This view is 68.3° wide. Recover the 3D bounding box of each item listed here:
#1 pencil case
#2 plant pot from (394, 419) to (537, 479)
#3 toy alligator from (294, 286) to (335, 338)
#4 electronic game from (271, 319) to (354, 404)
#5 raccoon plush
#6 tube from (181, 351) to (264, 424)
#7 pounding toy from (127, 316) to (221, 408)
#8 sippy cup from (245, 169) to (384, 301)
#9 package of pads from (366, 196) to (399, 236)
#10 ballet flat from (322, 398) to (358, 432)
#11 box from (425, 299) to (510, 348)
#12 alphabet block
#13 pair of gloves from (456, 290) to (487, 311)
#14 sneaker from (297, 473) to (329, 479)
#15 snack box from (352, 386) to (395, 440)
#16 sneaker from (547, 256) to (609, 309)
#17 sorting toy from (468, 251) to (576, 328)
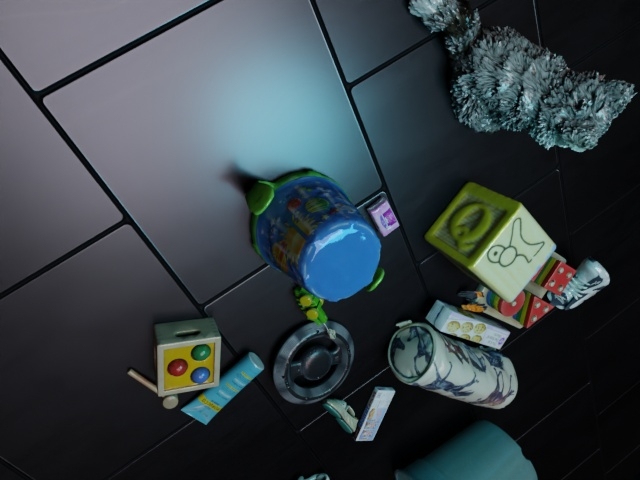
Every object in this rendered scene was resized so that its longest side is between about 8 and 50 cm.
[{"bbox_3d":[0.374,0.349,1.327,0.410,0.184,0.160,25,129,-32],"label":"pencil case"},{"bbox_3d":[0.469,0.770,1.482,0.334,0.341,0.341,-30,122,-20],"label":"plant pot"},{"bbox_3d":[-0.020,0.163,1.112,0.051,0.056,0.190,-10,119,25],"label":"toy alligator"},{"bbox_3d":[-0.015,0.305,1.182,0.229,0.048,0.230,-10,110,-27],"label":"electronic game"},{"bbox_3d":[0.387,-0.325,0.939,0.446,0.299,0.216,18,104,-31],"label":"raccoon plush"},{"bbox_3d":[-0.225,0.348,1.106,0.207,0.052,0.080,-43,114,5],"label":"tube"},{"bbox_3d":[-0.312,0.285,1.003,0.180,0.094,0.206,-3,113,-25],"label":"pounding toy"},{"bbox_3d":[0.000,0.000,0.947,0.305,0.224,0.240,-4,113,-24],"label":"sippy cup"},{"bbox_3d":[0.147,-0.056,1.106,0.050,0.032,0.083,-36,123,-5],"label":"package of pads"},{"bbox_3d":[0.056,0.469,1.298,0.052,0.057,0.168,-54,132,-29],"label":"ballet flat"},{"bbox_3d":[0.424,0.242,1.335,0.323,0.063,0.067,23,102,-39],"label":"box"},{"bbox_3d":[0.417,0.002,1.167,0.197,0.193,0.192,37,92,-33],"label":"alphabet block"},{"bbox_3d":[0.427,0.171,1.327,0.010,0.074,0.083,-57,132,-40],"label":"pair of gloves"},{"bbox_3d":[0.014,0.739,1.373,0.232,0.090,0.115,22,98,-33],"label":"sneaker"},{"bbox_3d":[0.155,0.505,1.371,0.064,0.022,0.178,12,106,-31],"label":"snack box"},{"bbox_3d":[0.772,0.147,1.438,0.153,0.094,0.235,-35,156,-1],"label":"sneaker"},{"bbox_3d":[0.603,0.134,1.378,0.257,0.089,0.256,24,101,-32],"label":"sorting toy"}]
